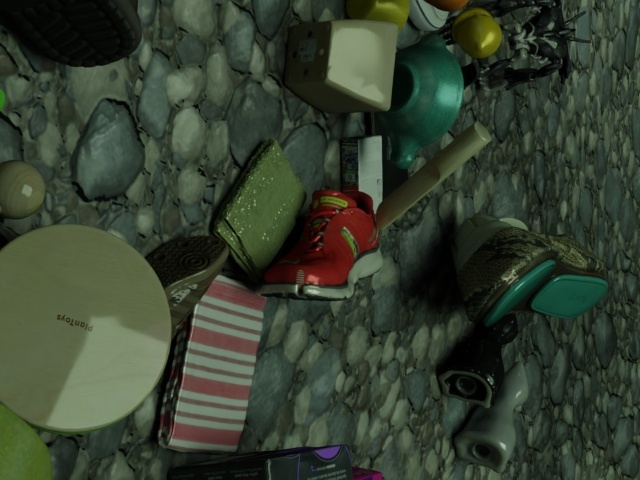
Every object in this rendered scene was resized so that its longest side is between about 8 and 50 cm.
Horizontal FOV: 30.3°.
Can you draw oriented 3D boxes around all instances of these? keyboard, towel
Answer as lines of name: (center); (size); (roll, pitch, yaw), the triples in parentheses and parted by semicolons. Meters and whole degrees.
keyboard: (0.099, -0.136, 1.632); (0.108, 0.023, 0.180); (-20, 111, -48)
towel: (-0.069, -0.036, 1.379); (0.148, 0.027, 0.110); (-61, 139, -31)
towel: (-0.121, 0.139, 1.323); (0.144, 0.029, 0.197); (25, 74, -58)

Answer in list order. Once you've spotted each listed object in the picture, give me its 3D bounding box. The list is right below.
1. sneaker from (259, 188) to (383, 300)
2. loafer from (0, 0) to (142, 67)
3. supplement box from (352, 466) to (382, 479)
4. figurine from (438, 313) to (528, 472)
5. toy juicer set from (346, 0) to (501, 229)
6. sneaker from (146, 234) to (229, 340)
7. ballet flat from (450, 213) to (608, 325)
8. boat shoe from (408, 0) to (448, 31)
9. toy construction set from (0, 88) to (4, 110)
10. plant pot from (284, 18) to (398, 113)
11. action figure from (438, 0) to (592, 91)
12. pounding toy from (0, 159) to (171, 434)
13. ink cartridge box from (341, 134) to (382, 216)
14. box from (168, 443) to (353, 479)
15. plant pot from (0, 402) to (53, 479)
sneaker: (0.000, 0.000, 1.411); (0.279, 0.107, 0.118); (-39, 130, -69)
loafer: (-0.264, -0.299, 0.981); (0.366, 0.133, 0.130); (63, 20, -53)
supplement box: (-0.002, 0.392, 1.459); (0.111, 0.113, 0.220); (-1, 93, -56)
figurine: (0.283, 0.229, 1.907); (0.209, 0.092, 0.215); (-51, 135, -47)
toy juicer set: (0.147, -0.192, 1.467); (0.089, 0.209, 0.329); (9, 70, -48)
sneaker: (-0.164, 0.064, 1.228); (0.188, 0.066, 0.071); (-41, 143, -41)
ballet flat: (0.303, 0.037, 1.847); (0.164, 0.182, 0.482); (-48, 157, 20)
boat shoe: (0.150, -0.409, 1.617); (0.095, 0.084, 0.258); (-48, 131, -44)
toy construction set: (-0.347, -0.146, 0.825); (0.327, 0.151, 0.215); (-7, 124, -49)
plant pot: (0.018, -0.216, 1.429); (0.096, 0.109, 0.109); (7, 88, -45)
action figure: (0.285, -0.305, 1.796); (0.275, 0.141, 0.164); (-17, 106, -39)
pounding toy: (-0.256, 0.065, 1.062); (0.237, 0.110, 0.183); (48, 61, -12)
ink cartridge box: (0.055, -0.080, 1.564); (0.063, 0.029, 0.115); (-16, 108, -56)
box: (-0.051, 0.370, 1.301); (0.165, 0.143, 0.271); (5, 76, -56)
plant pot: (-0.321, 0.241, 0.846); (0.254, 0.276, 0.276); (-71, 146, -42)
